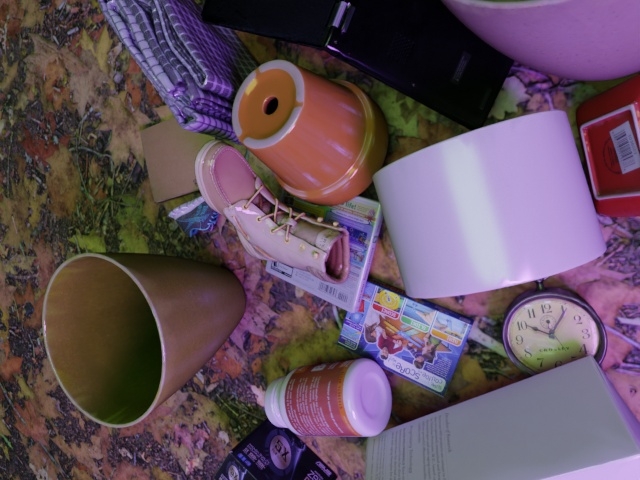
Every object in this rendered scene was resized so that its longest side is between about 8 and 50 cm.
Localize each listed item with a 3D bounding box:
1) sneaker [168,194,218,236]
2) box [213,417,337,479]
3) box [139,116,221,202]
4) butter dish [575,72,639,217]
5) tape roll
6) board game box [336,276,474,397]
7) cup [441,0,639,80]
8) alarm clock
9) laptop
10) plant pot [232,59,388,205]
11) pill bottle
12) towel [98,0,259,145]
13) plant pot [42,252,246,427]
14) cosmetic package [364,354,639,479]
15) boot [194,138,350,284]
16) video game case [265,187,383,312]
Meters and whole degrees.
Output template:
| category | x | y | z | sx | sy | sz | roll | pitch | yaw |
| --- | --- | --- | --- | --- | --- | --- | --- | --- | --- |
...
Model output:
| category | x | y | z | sx | sy | sz | roll | pitch | yaw |
| --- | --- | --- | --- | --- | --- | --- | --- | --- | --- |
| sneaker | -0.232 | -0.058 | 0.866 | 0.166 | 0.065 | 0.076 | -20 | 104 | 30 |
| box | -0.081 | 0.448 | 0.796 | 0.180 | 0.147 | 0.077 | 37 | 110 | 18 |
| box | -0.293 | -0.181 | 0.893 | 0.201 | 0.021 | 0.164 | -11 | 91 | 27 |
| butter dish | 0.410 | -0.116 | 0.508 | 0.118 | 0.160 | 0.160 | -13 | 91 | 3 |
| tape roll | 0.206 | -0.040 | 0.545 | 0.246 | 0.246 | 0.169 | -17 | 89 | 27 |
| board game box | 0.139 | 0.158 | 0.717 | 0.201 | 0.035 | 0.136 | 22 | 105 | 22 |
| cup | 0.292 | -0.302 | 0.423 | 0.331 | 0.237 | 0.331 | -14 | 65 | 33 |
| alarm clock | 0.327 | 0.114 | 0.604 | 0.129 | 0.064 | 0.192 | -11 | 94 | 27 |
| laptop | 0.094 | -0.420 | 0.594 | 0.408 | 0.236 | 0.382 | 19 | 101 | -22 |
| plant pot | -0.026 | -0.171 | 0.647 | 0.205 | 0.188 | 0.205 | -5 | 80 | 31 |
| pill bottle | 0.006 | 0.279 | 0.739 | 0.216 | 0.121 | 0.121 | -20 | 87 | 37 |
| towel | -0.204 | -0.309 | 0.719 | 0.121 | 0.235 | 0.284 | -38 | 79 | 19 |
| plant pot | -0.279 | 0.139 | 0.773 | 0.274 | 0.293 | 0.275 | 3 | 97 | 25 |
| cosmetic package | 0.260 | 0.336 | 0.580 | 0.365 | 0.155 | 0.197 | -32 | 108 | 24 |
| boot | -0.064 | -0.035 | 0.651 | 0.203 | 0.095 | 0.262 | 19 | 149 | 32 |
| video game case | 0.000 | 0.000 | 0.751 | 0.212 | 0.023 | 0.193 | 21 | 105 | 34 |
